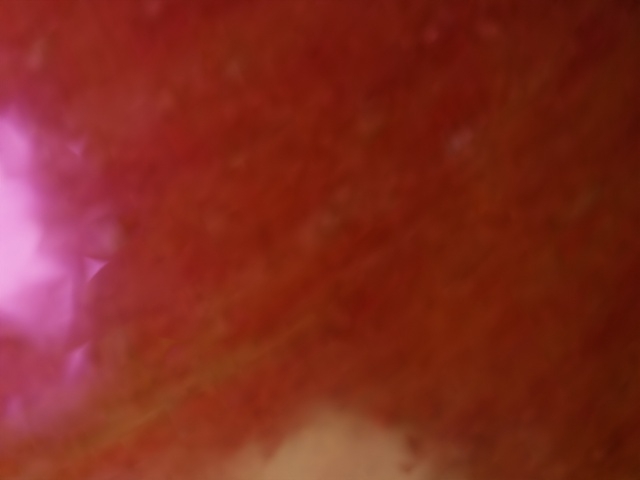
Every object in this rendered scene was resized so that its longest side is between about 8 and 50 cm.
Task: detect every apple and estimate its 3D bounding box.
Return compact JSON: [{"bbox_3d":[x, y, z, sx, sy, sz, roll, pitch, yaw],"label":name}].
[{"bbox_3d":[0.000,0.000,0.496,0.339,0.340,0.340,-7,133,-8],"label":"apple"}]
